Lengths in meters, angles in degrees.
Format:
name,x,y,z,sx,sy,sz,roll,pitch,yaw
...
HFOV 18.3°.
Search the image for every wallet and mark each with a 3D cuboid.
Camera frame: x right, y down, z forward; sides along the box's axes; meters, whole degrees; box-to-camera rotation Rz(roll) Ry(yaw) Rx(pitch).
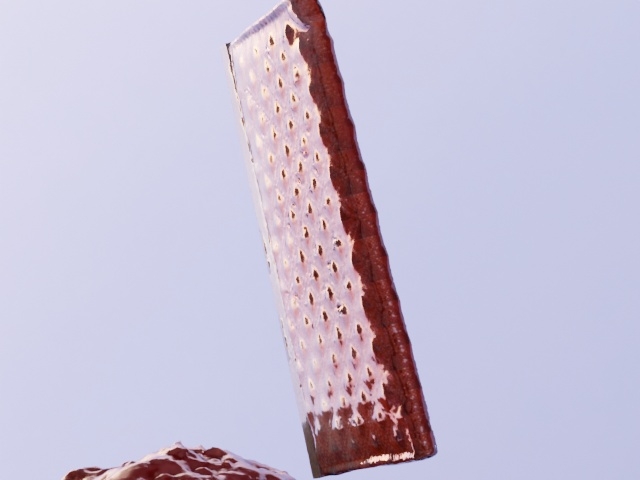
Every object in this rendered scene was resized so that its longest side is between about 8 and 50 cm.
name,x,y,z,sx,sy,sz,roll,pitch,yaw
wallet,0.000,0.000,0.836,0.020,0.196,0.103,-11,174,-23

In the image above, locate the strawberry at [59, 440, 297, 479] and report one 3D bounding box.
name,x,y,z,sx,sy,sz,roll,pitch,yaw
strawberry,-0.044,0.212,0.914,0.277,0.257,0.257,-16,-138,0
